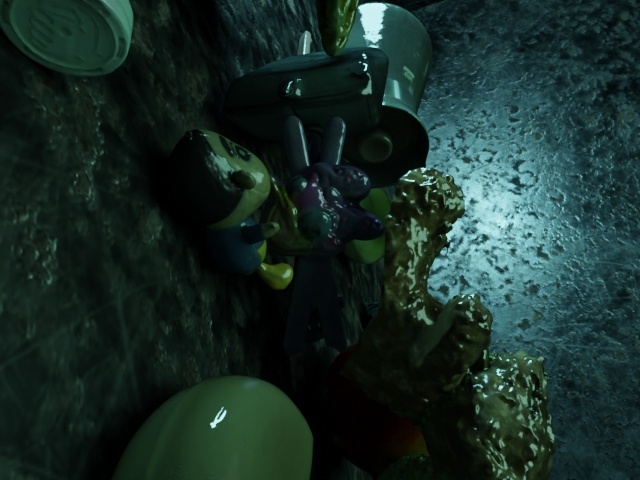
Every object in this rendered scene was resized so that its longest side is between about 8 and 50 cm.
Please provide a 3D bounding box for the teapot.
[{"bbox_3d":[0.088,-0.302,1.039,0.300,0.253,0.344,23,45,-22],"label":"teapot"}]

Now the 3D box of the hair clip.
[{"bbox_3d":[0.001,0.008,0.578,0.090,0.137,0.278,-106,-163,-70],"label":"hair clip"}]

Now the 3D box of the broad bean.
[{"bbox_3d":[0.083,-0.034,1.054,0.228,0.100,0.169,-4,73,-62],"label":"broad bean"}]

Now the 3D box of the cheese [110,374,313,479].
[{"bbox_3d":[-0.061,0.179,0.354,0.202,0.091,0.175,-66,142,-65],"label":"cheese"}]

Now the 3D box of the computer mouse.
[{"bbox_3d":[-0.001,-0.191,0.705,0.371,0.188,0.122,-65,147,-67],"label":"computer mouse"}]

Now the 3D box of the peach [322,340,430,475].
[{"bbox_3d":[0.089,0.213,0.695,0.197,0.197,0.197,-13,90,-75],"label":"peach"}]

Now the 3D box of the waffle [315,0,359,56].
[{"bbox_3d":[0.027,-0.343,0.610,0.208,0.054,0.214,-75,172,-47],"label":"waffle"}]

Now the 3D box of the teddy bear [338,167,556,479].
[{"bbox_3d":[0.149,0.094,0.547,0.246,0.222,0.296,68,42,-66],"label":"teddy bear"}]

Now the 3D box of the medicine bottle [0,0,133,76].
[{"bbox_3d":[-0.155,-0.219,0.360,0.074,0.074,0.218,52,32,-57],"label":"medicine bottle"}]

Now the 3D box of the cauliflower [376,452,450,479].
[{"bbox_3d":[0.127,0.384,0.526,0.272,0.250,0.275,-23,94,-51],"label":"cauliflower"}]

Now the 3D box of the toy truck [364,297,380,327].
[{"bbox_3d":[0.127,0.193,1.082,0.074,0.063,0.136,-121,-163,-75],"label":"toy truck"}]

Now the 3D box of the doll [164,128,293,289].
[{"bbox_3d":[-0.079,-0.031,0.481,0.089,0.102,0.179,-50,139,-21],"label":"doll"}]
